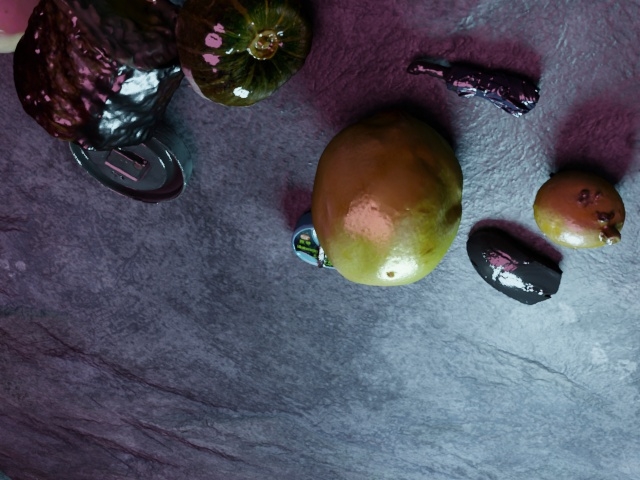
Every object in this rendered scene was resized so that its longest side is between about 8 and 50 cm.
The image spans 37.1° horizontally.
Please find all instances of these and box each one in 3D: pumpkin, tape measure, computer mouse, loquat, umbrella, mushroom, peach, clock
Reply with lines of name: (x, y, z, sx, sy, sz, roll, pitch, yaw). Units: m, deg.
pumpkin: (-0.149, -0.381, 1.751, 0.189, 0.260, 0.260, 40, 148, 41)
tape measure: (0.000, 0.000, 2.118, 0.125, 0.081, 0.146, 14, 133, 7)
computer mouse: (0.403, 0.059, 2.009, 0.217, 0.073, 0.122, 31, 133, -7)
loquat: (0.495, -0.052, 1.805, 0.172, 0.204, 0.149, 19, 106, -34)
umbrella: (0.280, -0.292, 1.757, 0.248, 0.071, 0.071, 20, 134, 7)
mushroom: (-0.693, -0.441, 1.962, 0.236, 0.162, 0.173, -3, 126, 27)
peach: (0.124, -0.080, 1.857, 0.282, 0.314, 0.315, 12, 132, 34)
clock: (-0.416, -0.190, 2.105, 0.281, 0.055, 0.280, 15, 146, 11)

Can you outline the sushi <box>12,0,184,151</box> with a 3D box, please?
sushi: (-0.415, -0.348, 1.848, 0.299, 0.281, 0.294, 39, 127, -4)
